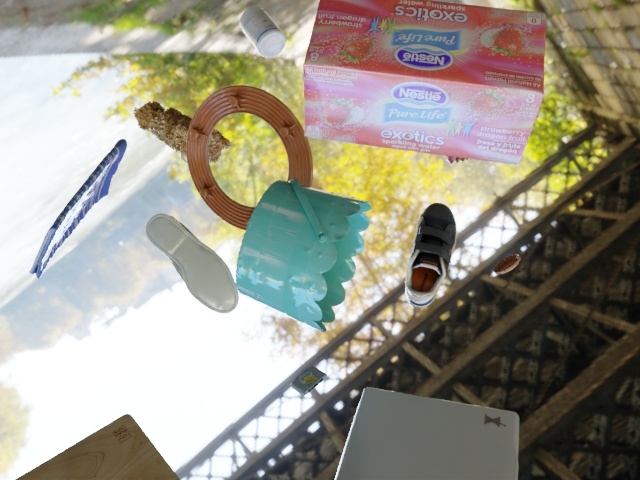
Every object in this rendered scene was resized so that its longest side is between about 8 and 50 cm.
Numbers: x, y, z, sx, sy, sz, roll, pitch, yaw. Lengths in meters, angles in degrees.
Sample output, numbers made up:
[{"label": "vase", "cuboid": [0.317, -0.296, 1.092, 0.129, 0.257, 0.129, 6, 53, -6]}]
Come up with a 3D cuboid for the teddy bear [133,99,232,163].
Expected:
[{"label": "teddy bear", "cuboid": [-0.383, -0.281, 2.002, 0.113, 0.338, 0.245, -57, 150, -5]}]

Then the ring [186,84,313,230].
[{"label": "ring", "cuboid": [-0.170, -0.177, 1.661, 0.336, 0.337, 0.032, -31, -177, 34]}]

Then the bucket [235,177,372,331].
[{"label": "bucket", "cuboid": [-0.031, 0.021, 1.429, 0.281, 0.183, 0.281, 20, 90, -79]}]

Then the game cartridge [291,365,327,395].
[{"label": "game cartridge", "cuboid": [-0.031, 0.347, 1.842, 0.056, 0.017, 0.083, 24, -131, 40]}]

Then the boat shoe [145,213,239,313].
[{"label": "boat shoe", "cuboid": [-0.310, 0.059, 1.871, 0.116, 0.319, 0.099, -45, 167, -2]}]

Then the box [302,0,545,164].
[{"label": "box", "cuboid": [0.134, -0.217, 0.987, 0.142, 0.299, 0.154, 90, 11, -58]}]

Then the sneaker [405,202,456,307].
[{"label": "sneaker", "cuboid": [0.325, 0.034, 2.154, 0.127, 0.126, 0.321, 65, 37, -76]}]

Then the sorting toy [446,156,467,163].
[{"label": "sorting toy", "cuboid": [0.264, -0.186, 1.353, 0.061, 0.042, 0.102, -89, -162, -75]}]

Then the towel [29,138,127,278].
[{"label": "towel", "cuboid": [-0.582, -0.081, 1.804, 0.243, 0.040, 0.336, -46, -165, 47]}]

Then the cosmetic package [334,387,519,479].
[{"label": "cosmetic package", "cuboid": [0.206, 0.565, 1.475, 0.327, 0.394, 0.329, 8, -152, 12]}]

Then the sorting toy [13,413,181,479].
[{"label": "sorting toy", "cuboid": [-0.330, 0.439, 1.116, 0.257, 0.255, 0.089, -27, 156, -41]}]

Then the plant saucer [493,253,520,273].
[{"label": "plant saucer", "cuboid": [0.520, 0.068, 2.059, 0.083, 0.013, 0.083, -34, -170, 7]}]

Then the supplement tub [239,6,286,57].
[{"label": "supplement tub", "cuboid": [-0.130, -0.468, 1.665, 0.071, 0.107, 0.071, -23, 146, -17]}]
